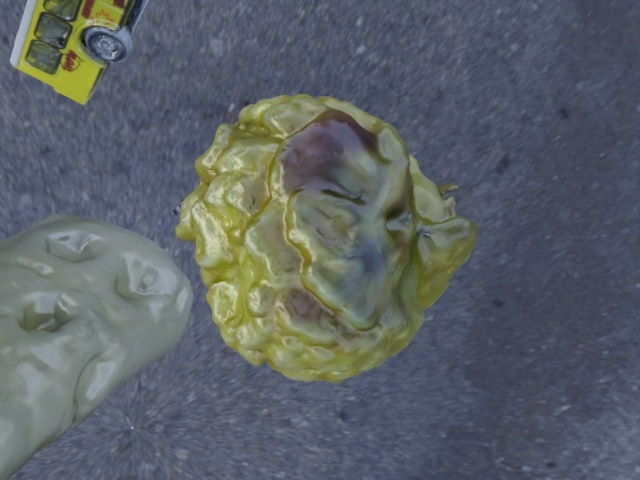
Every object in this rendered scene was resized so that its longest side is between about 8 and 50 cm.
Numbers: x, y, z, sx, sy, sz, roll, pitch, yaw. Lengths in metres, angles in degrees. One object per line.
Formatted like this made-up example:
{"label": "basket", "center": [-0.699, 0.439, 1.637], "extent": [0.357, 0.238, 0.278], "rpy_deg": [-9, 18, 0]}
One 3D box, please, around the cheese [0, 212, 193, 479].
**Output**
{"label": "cheese", "center": [-0.103, 0.041, 0.336], "extent": [0.065, 0.194, 0.043], "rpy_deg": [19, 115, 21]}

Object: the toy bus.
{"label": "toy bus", "center": [-0.123, -0.176, 0.739], "extent": [0.074, 0.226, 0.081], "rpy_deg": [26, 56, -9]}

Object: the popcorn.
{"label": "popcorn", "center": [0.000, -0.003, 0.932], "extent": [0.189, 0.169, 0.218], "rpy_deg": [-14, 91, -37]}
